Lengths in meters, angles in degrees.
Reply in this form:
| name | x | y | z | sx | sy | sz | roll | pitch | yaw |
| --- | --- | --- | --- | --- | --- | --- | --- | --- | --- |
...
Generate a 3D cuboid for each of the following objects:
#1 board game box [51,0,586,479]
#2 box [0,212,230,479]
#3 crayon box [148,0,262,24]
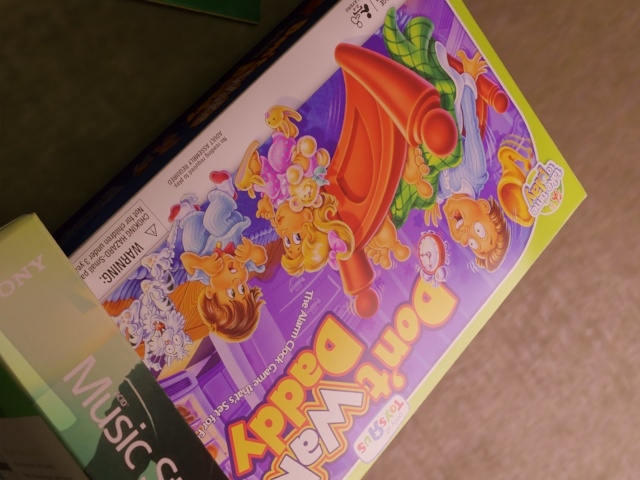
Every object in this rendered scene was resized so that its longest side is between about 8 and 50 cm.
| name | x | y | z | sx | sy | sz | roll | pitch | yaw |
| --- | --- | --- | --- | --- | --- | --- | --- | --- | --- |
| board game box | 0.000 | 0.000 | 0.638 | 0.347 | 0.078 | 0.233 | -48 | 113 | -21 |
| box | -0.119 | 0.145 | 0.523 | 0.058 | 0.232 | 0.322 | -44 | 108 | -34 |
| crayon box | -0.099 | -0.315 | 0.613 | 0.202 | 0.081 | 0.318 | 5 | 88 | -25 |
